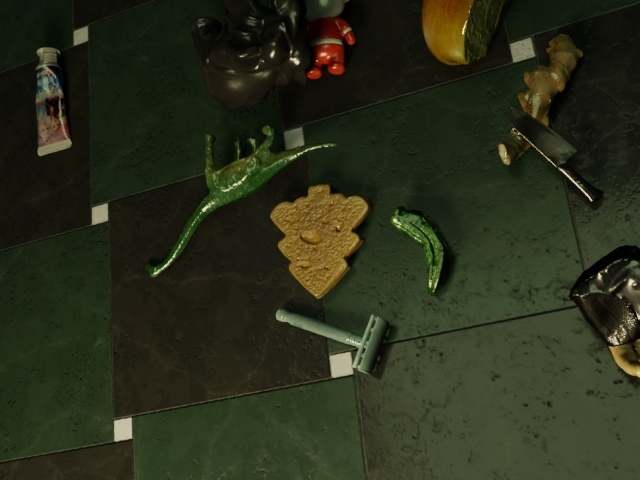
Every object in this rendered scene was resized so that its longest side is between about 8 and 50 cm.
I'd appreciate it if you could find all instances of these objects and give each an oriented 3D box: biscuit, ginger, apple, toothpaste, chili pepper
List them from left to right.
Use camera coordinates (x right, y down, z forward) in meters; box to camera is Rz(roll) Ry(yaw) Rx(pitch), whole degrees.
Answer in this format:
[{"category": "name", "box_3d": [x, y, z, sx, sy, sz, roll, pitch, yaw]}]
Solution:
[{"category": "toothpaste", "box_3d": [-0.662, -0.343, 2.097, 0.096, 0.061, 0.266, -13, 75, 18]}, {"category": "biscuit", "box_3d": [0.000, 0.000, 1.703, 0.212, 0.041, 0.239, -4, 72, 16]}, {"category": "chili pepper", "box_3d": [0.197, 0.010, 1.609, 0.073, 0.050, 0.182, -27, 67, 6]}, {"category": "apple", "box_3d": [0.311, -0.511, 1.667, 0.346, 0.179, 0.254, -62, 24, -5]}, {"category": "ginger", "box_3d": [0.402, -0.264, 1.594, 0.089, 0.075, 0.288, 29, 83, 16]}]

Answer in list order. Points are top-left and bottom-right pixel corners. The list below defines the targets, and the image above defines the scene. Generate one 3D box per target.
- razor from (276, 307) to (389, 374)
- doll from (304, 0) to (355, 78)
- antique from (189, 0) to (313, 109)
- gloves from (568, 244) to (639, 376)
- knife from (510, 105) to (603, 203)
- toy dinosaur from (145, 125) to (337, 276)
[{"category": "razor", "box_3d": [0.014, 0.170, 1.639, 0.231, 0.068, 0.106, 16, 80, 33]}, {"category": "doll", "box_3d": [0.005, -0.470, 1.831, 0.142, 0.076, 0.245, -8, 75, 20]}, {"category": "antique", "box_3d": [-0.138, -0.417, 1.798, 0.322, 0.185, 0.255, -37, 50, 41]}, {"category": "gloves", "box_3d": [0.551, 0.139, 1.359, 0.197, 0.152, 0.301, -43, 67, 30]}, {"category": "knife", "box_3d": [0.424, -0.162, 1.537, 0.060, 0.028, 0.230, -44, 82, -11]}, {"category": "toy dinosaur", "box_3d": [-0.178, -0.080, 1.780, 0.446, 0.087, 0.301, -4, 71, 29]}]
